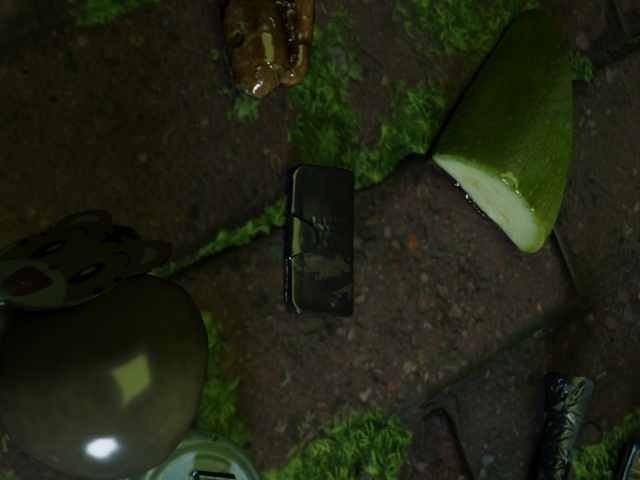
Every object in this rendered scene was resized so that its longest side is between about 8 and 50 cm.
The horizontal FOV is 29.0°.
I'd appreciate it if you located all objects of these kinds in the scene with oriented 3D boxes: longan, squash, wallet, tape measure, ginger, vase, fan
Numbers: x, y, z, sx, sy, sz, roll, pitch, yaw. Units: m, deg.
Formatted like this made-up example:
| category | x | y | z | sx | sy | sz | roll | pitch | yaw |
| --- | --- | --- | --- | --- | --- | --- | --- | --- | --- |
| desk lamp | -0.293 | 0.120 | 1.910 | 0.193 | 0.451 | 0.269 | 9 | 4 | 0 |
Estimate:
| category | x | y | z | sx | sy | sz | roll | pitch | yaw |
| --- | --- | --- | --- | --- | --- | --- | --- | --- | --- |
| longan | -0.179 | 0.112 | 1.038 | 0.189 | 0.189 | 0.189 | 6 | 80 | -33 |
| squash | 0.253 | -0.137 | 1.408 | 0.169 | 0.093 | 0.252 | 44 | 62 | -19 |
| wallet | 0.000 | 0.000 | 1.262 | 0.082 | 0.018 | 0.157 | 7 | 80 | -33 |
| tape measure | -0.049 | 0.260 | 1.150 | 0.330 | 0.084 | 0.164 | 9 | 82 | -31 |
| ginger | -0.049 | -0.225 | 1.228 | 0.103 | 0.073 | 0.162 | -13 | 89 | -36 |
| vase | 0.264 | 0.233 | 1.382 | 0.059 | 0.059 | 0.167 | 24 | 70 | -29 |
| fan | -0.244 | 0.037 | 1.025 | 0.226 | 0.152 | 0.008 | -30 | 125 | -29 |

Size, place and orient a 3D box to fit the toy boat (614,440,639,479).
| category | x | y | z | sx | sy | sz | roll | pitch | yaw |
| --- | --- | --- | --- | --- | --- | --- | --- | --- | --- |
| toy boat | 0.360 | 0.348 | 1.437 | 0.080 | 0.046 | 0.229 | 18 | 73 | -32 |
